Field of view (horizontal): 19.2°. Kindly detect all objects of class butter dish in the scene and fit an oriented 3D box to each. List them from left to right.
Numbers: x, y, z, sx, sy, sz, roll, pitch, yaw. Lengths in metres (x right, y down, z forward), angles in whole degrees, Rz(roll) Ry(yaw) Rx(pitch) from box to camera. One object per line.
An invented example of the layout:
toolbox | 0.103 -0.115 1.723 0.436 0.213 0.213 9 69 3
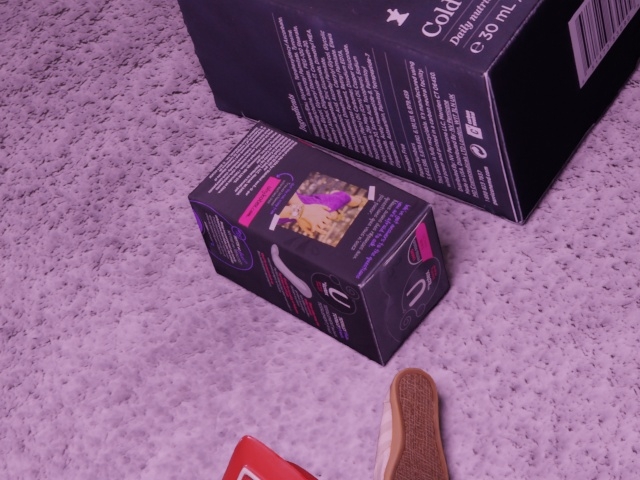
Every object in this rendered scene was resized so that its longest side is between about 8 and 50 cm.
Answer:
butter dish | -0.032 0.310 2.051 0.160 0.118 0.159 36 112 34

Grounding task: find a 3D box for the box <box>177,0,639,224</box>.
box | 0.153 -0.342 2.390 0.472 0.297 0.480 21 61 30

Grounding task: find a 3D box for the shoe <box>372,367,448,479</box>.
shoe | 0.099 0.249 2.101 0.077 0.058 0.219 13 56 -14

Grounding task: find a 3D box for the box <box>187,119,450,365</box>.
box | 0.000 0.000 2.241 0.270 0.165 0.143 28 64 30
